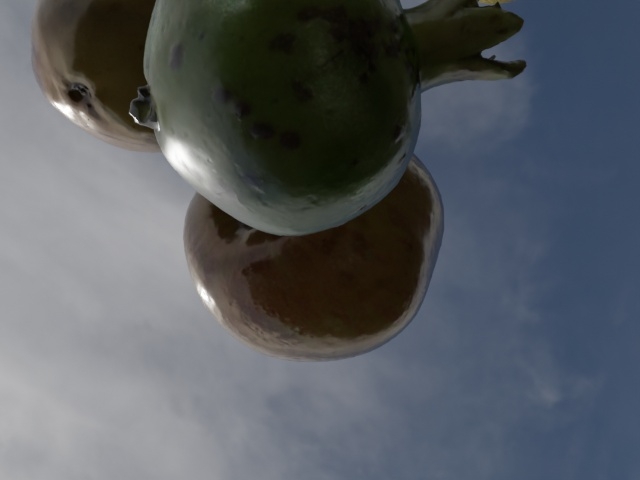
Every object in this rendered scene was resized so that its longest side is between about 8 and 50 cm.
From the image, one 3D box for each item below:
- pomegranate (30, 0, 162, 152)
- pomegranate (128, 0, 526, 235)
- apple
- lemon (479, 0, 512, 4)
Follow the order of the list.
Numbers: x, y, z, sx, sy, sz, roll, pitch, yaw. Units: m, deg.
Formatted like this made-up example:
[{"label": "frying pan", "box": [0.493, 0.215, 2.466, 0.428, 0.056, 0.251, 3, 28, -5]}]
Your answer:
[{"label": "pomegranate", "box": [-0.228, -0.276, 1.119, 0.319, 0.319, 0.318, -8, -74, -31]}, {"label": "pomegranate", "box": [0.003, -0.113, 0.557, 0.263, 0.211, 0.210, -12, -70, -5]}, {"label": "apple", "box": [0.000, 0.000, 1.284, 0.334, 0.400, 0.400, 36, -99, -46]}, {"label": "lemon", "box": [0.299, -0.478, 1.345, 0.178, 0.203, 0.178, 44, -144, -44]}]
